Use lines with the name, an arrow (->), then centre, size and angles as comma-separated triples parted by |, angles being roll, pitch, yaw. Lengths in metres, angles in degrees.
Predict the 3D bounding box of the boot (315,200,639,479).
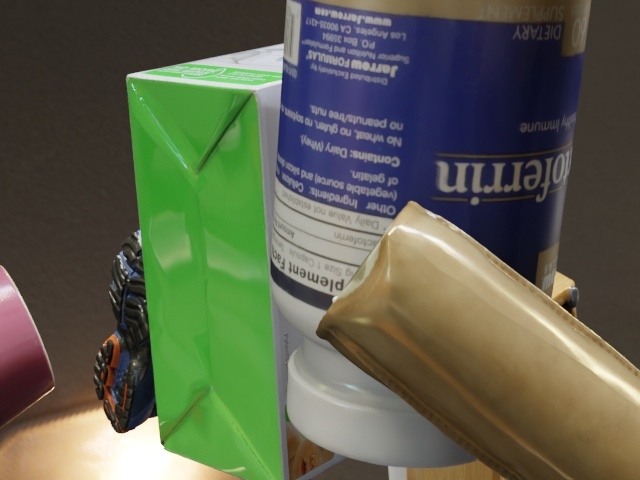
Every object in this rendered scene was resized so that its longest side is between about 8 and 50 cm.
boot -> 0.122, 0.086, 0.465 | 0.089, 0.269, 0.236 | -50, -5, -15

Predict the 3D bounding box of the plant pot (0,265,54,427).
plant pot -> -0.349, 0.114, 1.145 | 0.180, 0.201, 0.201 | -24, -55, -21

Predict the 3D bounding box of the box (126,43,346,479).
box -> 0.000, 0.000, 0.871 | 0.231, 0.127, 0.262 | -19, -67, -45

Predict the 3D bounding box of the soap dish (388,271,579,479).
soap dish -> 0.178, 0.156, 1.323 | 0.291, 0.118, 0.229 | -24, -66, -56

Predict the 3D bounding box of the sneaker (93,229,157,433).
sneaker -> -0.127, 0.064, 1.059 | 0.087, 0.083, 0.221 | -11, -42, -37

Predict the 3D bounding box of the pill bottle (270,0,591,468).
pill bottle -> 0.052, -0.025, 0.667 | 0.153, 0.153, 0.265 | -10, -68, -39
